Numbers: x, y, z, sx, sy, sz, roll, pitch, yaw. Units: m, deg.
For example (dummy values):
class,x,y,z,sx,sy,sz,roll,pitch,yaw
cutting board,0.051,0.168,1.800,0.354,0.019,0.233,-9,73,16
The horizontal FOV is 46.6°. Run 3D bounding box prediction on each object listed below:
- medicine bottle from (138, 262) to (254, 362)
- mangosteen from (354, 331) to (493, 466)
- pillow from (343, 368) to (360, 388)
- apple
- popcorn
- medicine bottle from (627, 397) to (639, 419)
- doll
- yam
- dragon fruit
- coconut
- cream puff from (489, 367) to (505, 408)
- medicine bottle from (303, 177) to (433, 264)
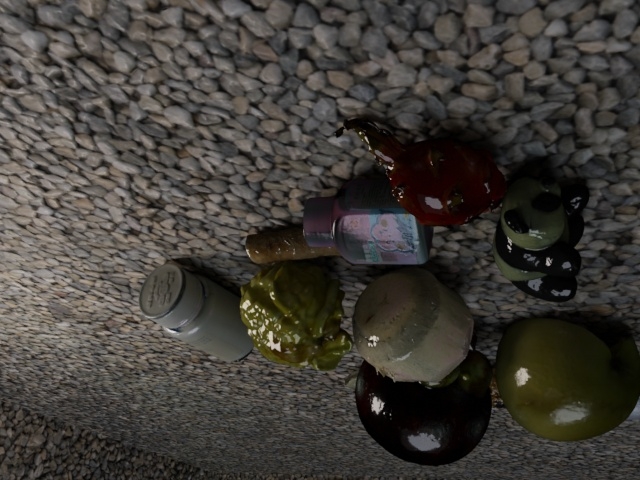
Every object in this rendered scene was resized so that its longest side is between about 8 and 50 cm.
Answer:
class,x,y,z,sx,sy,sz,roll,pitch,yaw
medicine bottle,-0.252,0.154,1.578,0.144,0.143,0.258,-10,150,31
mangosteen,0.227,0.337,1.659,0.330,0.329,0.330,6,154,3
pillow,0.195,0.395,2.058,0.230,0.050,0.148,15,158,-21
apple,0.529,0.306,1.580,0.295,0.233,0.258,21,153,-27
popcorn,-0.041,0.141,1.416,0.217,0.181,0.235,41,143,21
medicine bottle,0.643,0.363,1.770,0.226,0.139,0.139,-5,151,25
doll,0.327,-0.005,1.112,0.135,0.143,0.234,7,155,14
yam,0.000,0.000,1.295,0.300,0.066,0.066,-6,151,27
dragon fruit,0.135,-0.101,1.018,0.246,0.125,0.125,30,169,-10
coconut,0.185,0.170,1.422,0.224,0.224,0.234,-14,135,36
cream puff,0.450,0.375,1.895,0.133,0.104,0.119,25,156,-29
medicine bottle,0.073,-0.030,1.150,0.188,0.094,0.119,0,130,18
